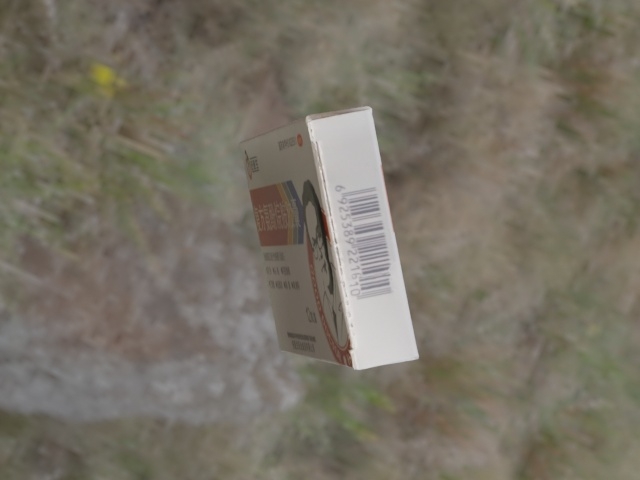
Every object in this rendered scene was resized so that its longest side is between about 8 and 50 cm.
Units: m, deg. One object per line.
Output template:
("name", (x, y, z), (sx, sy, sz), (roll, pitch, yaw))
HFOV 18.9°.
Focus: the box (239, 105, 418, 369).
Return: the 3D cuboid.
("box", (0.000, 0.000, 1.736), (0.353, 0.069, 0.214), (174, -95, -77))
